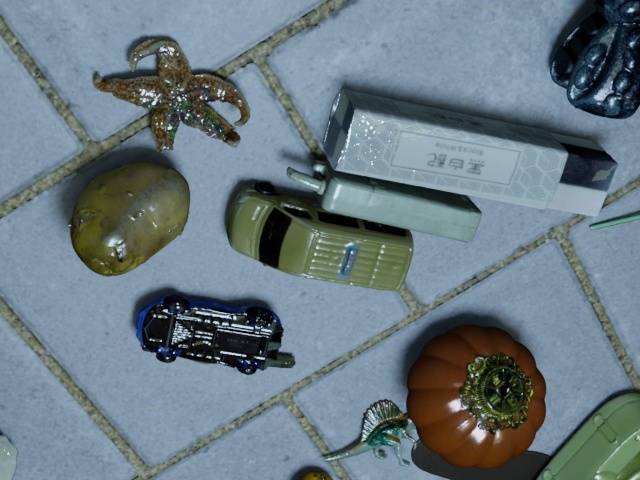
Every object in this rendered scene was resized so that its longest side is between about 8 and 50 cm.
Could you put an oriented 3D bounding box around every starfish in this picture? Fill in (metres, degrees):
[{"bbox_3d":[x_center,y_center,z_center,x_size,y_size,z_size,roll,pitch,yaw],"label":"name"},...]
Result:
[{"bbox_3d":[-0.197,-0.190,1.468,0.209,0.053,0.150,9,102,-11],"label":"starfish"}]

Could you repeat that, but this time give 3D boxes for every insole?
[{"bbox_3d":[0.299,0.392,1.880,0.328,0.007,0.111,18,110,-20],"label":"insole"}]

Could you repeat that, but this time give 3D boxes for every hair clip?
[{"bbox_3d":[0.415,-0.321,1.451,0.206,0.194,0.310,-8,119,-1],"label":"hair clip"}]

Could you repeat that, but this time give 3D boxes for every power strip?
[{"bbox_3d":[0.084,-0.062,1.556,0.288,0.093,0.053,12,112,-17],"label":"power strip"}]

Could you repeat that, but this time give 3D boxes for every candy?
[{"bbox_3d":[0.509,-0.040,1.690,0.194,0.062,0.058,-12,163,3],"label":"candy"}]

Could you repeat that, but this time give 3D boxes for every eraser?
[{"bbox_3d":[0.212,-0.121,1.550,0.404,0.098,0.096,9,114,-16],"label":"eraser"}]

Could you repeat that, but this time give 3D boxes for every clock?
[{"bbox_3d":[0.560,0.439,1.895,0.348,0.117,0.286,31,105,-25],"label":"clock"}]

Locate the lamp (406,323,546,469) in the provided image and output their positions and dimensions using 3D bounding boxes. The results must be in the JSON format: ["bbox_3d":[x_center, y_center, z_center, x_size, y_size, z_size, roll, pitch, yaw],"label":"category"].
[{"bbox_3d":[0.238,0.238,1.683,0.223,0.196,0.223,4,77,-16],"label":"lamp"}]

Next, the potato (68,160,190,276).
[{"bbox_3d":[-0.258,-0.033,1.484,0.176,0.137,0.137,-35,120,-18],"label":"potato"}]

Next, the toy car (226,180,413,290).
[{"bbox_3d":[0.000,0.000,1.551,0.256,0.124,0.101,10,113,-18],"label":"toy car"}]

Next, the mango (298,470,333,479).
[{"bbox_3d":[-0.011,0.427,1.800,0.077,0.063,0.127,-9,123,-13],"label":"mango"}]

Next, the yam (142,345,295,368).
[{"bbox_3d":[-0.153,0.175,1.665,0.234,0.029,0.027,8,87,-14],"label":"yam"}]

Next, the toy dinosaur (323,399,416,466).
[{"bbox_3d":[0.100,0.308,1.781,0.187,0.044,0.106,2,103,1],"label":"toy dinosaur"}]

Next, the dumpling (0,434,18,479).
[{"bbox_3d":[-0.537,0.364,1.622,0.169,0.100,0.134,-35,146,24],"label":"dumpling"}]

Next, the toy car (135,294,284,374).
[{"bbox_3d":[-0.163,0.132,1.618,0.216,0.063,0.103,10,112,-10],"label":"toy car"}]
